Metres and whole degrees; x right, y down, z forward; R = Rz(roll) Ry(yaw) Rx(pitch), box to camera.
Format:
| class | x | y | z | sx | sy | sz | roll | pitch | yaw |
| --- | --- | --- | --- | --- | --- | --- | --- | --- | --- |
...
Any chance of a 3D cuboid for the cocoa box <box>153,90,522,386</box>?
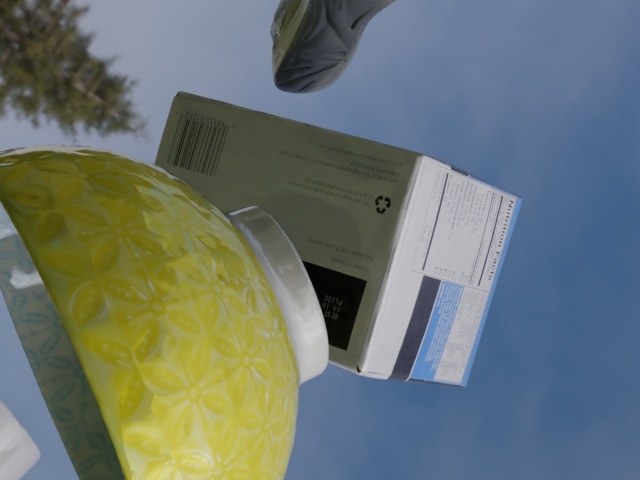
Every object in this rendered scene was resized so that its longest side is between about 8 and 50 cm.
| class | x | y | z | sx | sy | sz | roll | pitch | yaw |
| --- | --- | --- | --- | --- | --- | --- | --- | --- | --- |
| cocoa box | 0.000 | 0.000 | 1.412 | 0.347 | 0.228 | 0.231 | 17 | -89 | 36 |

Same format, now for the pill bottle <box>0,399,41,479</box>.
| class | x | y | z | sx | sy | sz | roll | pitch | yaw |
| --- | --- | --- | --- | --- | --- | --- | --- | --- | --- |
| pill bottle | -0.445 | 0.257 | 1.162 | 0.361 | 0.204 | 0.204 | -43 | -145 | -20 |

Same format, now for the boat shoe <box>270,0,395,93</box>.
| class | x | y | z | sx | sy | sz | roll | pitch | yaw |
| --- | --- | --- | --- | --- | --- | --- | --- | --- | --- |
| boat shoe | 0.023 | -0.298 | 1.463 | 0.320 | 0.118 | 0.103 | -56 | -137 | 49 |

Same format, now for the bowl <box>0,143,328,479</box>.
| class | x | y | z | sx | sy | sz | roll | pitch | yaw |
| --- | --- | --- | --- | --- | --- | --- | --- | --- | --- |
| bowl | -0.089 | 0.060 | 0.787 | 0.156 | 0.289 | 0.289 | -22 | -145 | -18 |
